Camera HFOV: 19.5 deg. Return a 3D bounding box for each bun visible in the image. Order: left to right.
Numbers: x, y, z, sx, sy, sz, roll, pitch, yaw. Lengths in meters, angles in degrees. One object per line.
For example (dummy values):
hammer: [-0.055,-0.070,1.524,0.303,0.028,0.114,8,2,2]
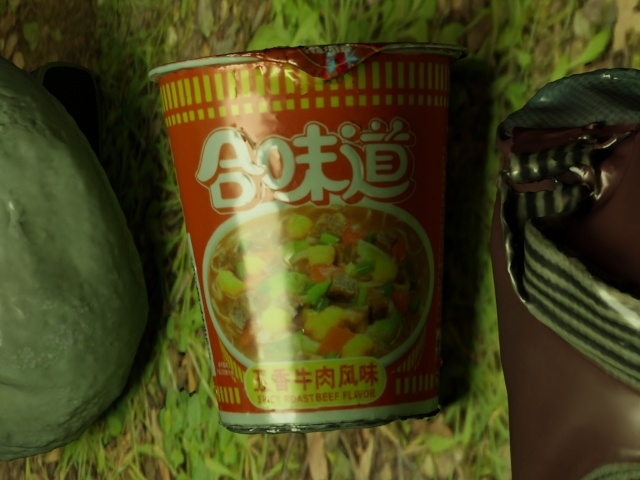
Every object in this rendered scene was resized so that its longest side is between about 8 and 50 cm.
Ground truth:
bun: [-0.294,0.015,1.404,0.354,0.194,0.354,26,128,38]

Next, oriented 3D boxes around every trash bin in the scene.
trash bin: [-0.232,-0.073,1.514,0.130,0.059,0.116,-20,68,54]

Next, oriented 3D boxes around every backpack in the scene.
backpack: [0.208,0.062,0.731,0.317,0.197,0.283,0,96,53]

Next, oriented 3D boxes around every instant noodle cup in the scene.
instant noodle cup: [0.000,0.000,1.079,0.193,0.193,0.212,-5,89,55]
